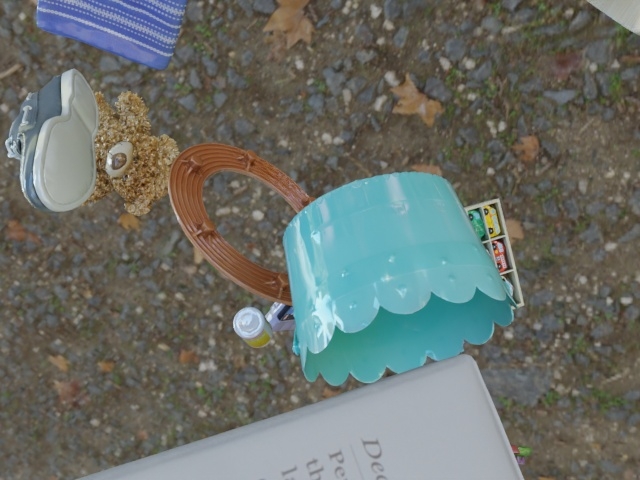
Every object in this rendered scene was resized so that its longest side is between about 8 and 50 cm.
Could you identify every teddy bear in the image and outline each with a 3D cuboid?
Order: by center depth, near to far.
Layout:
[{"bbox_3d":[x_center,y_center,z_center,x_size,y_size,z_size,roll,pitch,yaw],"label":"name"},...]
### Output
[{"bbox_3d":[-0.419,-0.183,1.425,0.245,0.338,0.113,-33,143,-5],"label":"teddy bear"}]

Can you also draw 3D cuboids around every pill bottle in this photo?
[{"bbox_3d":[-0.091,0.123,1.025,0.043,0.043,0.083,11,160,13],"label":"pill bottle"}]

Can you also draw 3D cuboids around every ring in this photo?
[{"bbox_3d":[-0.094,-0.039,1.211,0.336,0.337,0.032,37,123,-11],"label":"ring"}]

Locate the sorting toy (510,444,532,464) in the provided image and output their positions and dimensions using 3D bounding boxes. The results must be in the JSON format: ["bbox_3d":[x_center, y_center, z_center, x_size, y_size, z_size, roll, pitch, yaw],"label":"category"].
[{"bbox_3d":[0.277,0.328,1.101,0.061,0.042,0.102,-13,157,32],"label":"sorting toy"}]

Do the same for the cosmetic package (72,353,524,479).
[{"bbox_3d":[-0.079,0.298,0.428,0.329,0.393,0.327,-33,71,42],"label":"cosmetic package"}]

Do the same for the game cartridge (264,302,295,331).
[{"bbox_3d":[0.017,0.123,1.972,0.355,0.230,0.068,-51,60,36],"label":"game cartridge"}]

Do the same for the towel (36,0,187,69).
[{"bbox_3d":[-0.333,-0.415,1.186,0.243,0.040,0.336,19,149,-12],"label":"towel"}]

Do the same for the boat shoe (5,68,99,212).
[{"bbox_3d":[-0.388,-0.135,1.058,0.099,0.319,0.116,-19,130,6],"label":"boat shoe"}]

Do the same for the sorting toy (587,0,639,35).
[{"bbox_3d":[0.194,-0.299,0.469,0.089,0.255,0.257,12,122,-22],"label":"sorting toy"}]

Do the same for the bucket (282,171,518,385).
[{"bbox_3d":[0.088,0.053,0.944,0.281,0.183,0.281,-13,154,-6],"label":"bucket"}]

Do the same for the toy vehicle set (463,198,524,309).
[{"bbox_3d":[0.377,0.049,1.747,0.035,0.166,0.267,-3,102,66],"label":"toy vehicle set"}]
